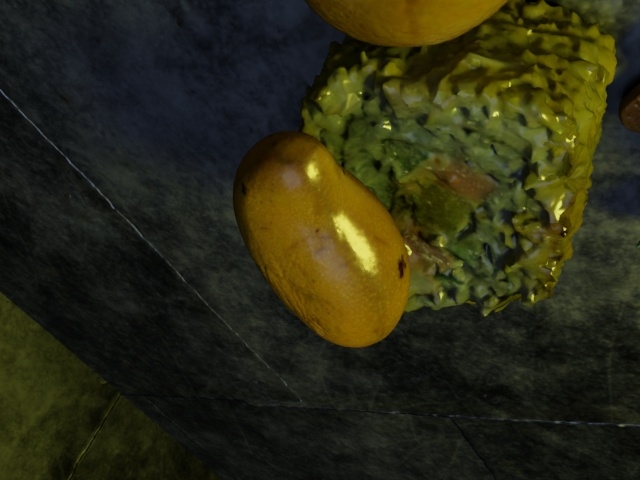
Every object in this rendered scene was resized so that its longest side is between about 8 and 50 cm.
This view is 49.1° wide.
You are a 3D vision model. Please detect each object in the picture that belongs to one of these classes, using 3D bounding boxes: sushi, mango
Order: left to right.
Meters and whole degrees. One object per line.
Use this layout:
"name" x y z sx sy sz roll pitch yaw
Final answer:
"mango" 0.003 -0.003 0.756 0.177 0.120 0.295 7 134 35
"sushi" 0.146 -0.093 0.855 0.351 0.240 0.397 13 140 19

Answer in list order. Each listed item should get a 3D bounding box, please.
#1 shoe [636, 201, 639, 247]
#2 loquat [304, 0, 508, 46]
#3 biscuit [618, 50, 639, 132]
"shoe" 0.496 -0.013 0.850 0.207 0.106 0.092 3 141 21
"loquat" 0.080 -0.305 0.610 0.274 0.275 0.275 17 144 13
"biscuit" 0.432 -0.179 0.733 0.179 0.039 0.236 32 144 -4
